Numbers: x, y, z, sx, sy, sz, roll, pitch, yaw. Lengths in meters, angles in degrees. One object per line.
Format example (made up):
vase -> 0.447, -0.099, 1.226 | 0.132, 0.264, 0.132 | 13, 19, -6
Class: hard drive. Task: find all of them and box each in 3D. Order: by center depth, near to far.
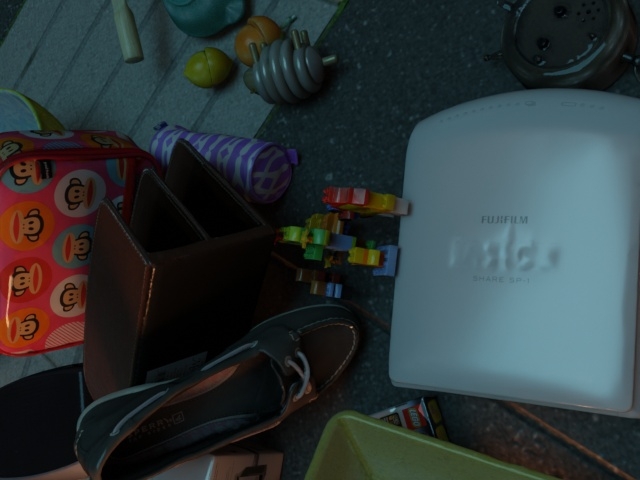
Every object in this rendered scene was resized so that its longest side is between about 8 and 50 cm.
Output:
hard drive -> -0.415, 0.279, 1.101 | 0.255, 0.054, 0.171 | -18, 72, 29

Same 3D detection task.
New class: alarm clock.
alarm clock -> 0.268, -0.204, 0.747 | 0.192, 0.064, 0.129 | 32, 99, 30

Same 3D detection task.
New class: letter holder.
letter holder -> -0.200, 0.056, 0.873 | 0.214, 0.152, 0.301 | 46, 135, 32

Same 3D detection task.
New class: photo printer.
photo printer -> 0.199, 0.003, 0.721 | 0.256, 0.107, 0.307 | 2, 82, 34

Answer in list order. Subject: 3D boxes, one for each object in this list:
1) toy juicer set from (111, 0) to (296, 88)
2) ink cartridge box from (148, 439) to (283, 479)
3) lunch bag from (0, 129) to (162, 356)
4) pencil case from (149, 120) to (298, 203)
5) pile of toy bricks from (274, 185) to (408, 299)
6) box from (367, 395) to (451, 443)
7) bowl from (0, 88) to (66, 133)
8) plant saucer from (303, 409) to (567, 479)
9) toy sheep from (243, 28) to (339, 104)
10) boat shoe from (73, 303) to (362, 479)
toy juicer set -> -0.175, -0.322, 1.049 | 0.329, 0.089, 0.209 | 8, 98, 26
ink cartridge box -> -0.123, 0.266, 0.865 | 0.099, 0.135, 0.056 | 7, 82, 33
lunch bag -> -0.324, -0.001, 0.982 | 0.120, 0.258, 0.293 | 35, 122, 41
pencil case -> -0.136, -0.104, 0.980 | 0.206, 0.088, 0.086 | 17, 127, 34
pile of toy bricks -> 0.000, 0.000, 0.802 | 0.212, 0.105, 0.118 | 169, 110, -70
box -> 0.099, 0.281, 0.776 | 0.114, 0.036, 0.206 | -26, 68, 27
bowl -> -0.453, -0.071, 1.132 | 0.290, 0.156, 0.289 | -7, 77, 33
plant saucer -> 0.107, 0.356, 0.640 | 0.333, 0.081, 0.332 | 13, 63, 24
toy sheep -> -0.039, -0.218, 0.934 | 0.132, 0.091, 0.091 | -10, 76, 26
boat shoe -> -0.091, 0.170, 0.782 | 0.095, 0.335, 0.112 | 30, 138, 64
